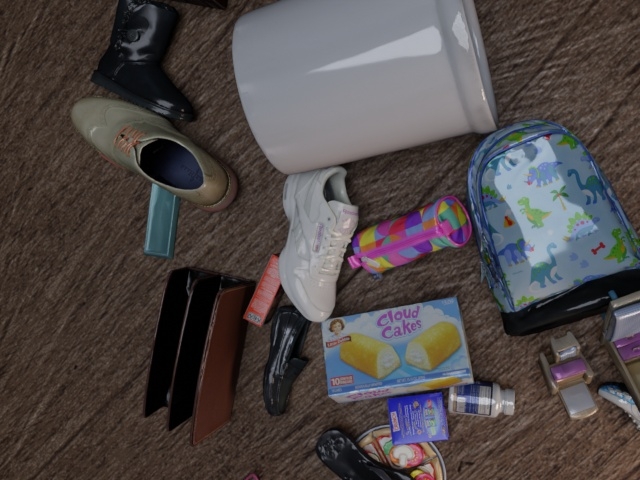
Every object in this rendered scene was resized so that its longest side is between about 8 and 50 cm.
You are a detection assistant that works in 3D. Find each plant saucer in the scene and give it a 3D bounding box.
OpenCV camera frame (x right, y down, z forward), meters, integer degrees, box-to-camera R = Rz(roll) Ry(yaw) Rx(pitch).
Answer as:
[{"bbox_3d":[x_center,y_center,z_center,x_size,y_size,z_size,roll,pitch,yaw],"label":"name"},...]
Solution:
[{"bbox_3d":[-0.330,-0.059,1.589,0.067,0.018,0.191,9,95,12],"label":"plant saucer"}]

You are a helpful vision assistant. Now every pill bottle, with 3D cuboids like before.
[{"bbox_3d":[0.304,0.299,1.443,0.120,0.067,0.067,4,93,12],"label":"pill bottle"}]

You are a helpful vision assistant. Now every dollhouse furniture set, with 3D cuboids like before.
[{"bbox_3d":[0.531,0.193,1.227,0.287,0.303,0.198,-20,61,2],"label":"dollhouse furniture set"}]

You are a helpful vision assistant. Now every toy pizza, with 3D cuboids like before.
[{"bbox_3d":[0.145,0.464,1.500,0.202,0.032,0.201,0,92,12],"label":"toy pizza"}]

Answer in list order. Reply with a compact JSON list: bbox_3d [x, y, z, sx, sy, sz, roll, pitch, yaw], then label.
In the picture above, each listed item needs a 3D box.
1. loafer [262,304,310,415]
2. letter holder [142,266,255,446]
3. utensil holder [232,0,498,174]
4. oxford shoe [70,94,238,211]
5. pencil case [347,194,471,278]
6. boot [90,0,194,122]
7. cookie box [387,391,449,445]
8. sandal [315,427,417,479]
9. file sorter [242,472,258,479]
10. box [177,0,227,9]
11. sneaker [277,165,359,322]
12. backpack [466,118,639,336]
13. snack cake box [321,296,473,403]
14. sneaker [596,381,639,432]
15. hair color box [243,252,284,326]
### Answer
[{"bbox_3d":[-0.064,0.241,1.513,0.078,0.076,0.223,8,90,19],"label":"loafer"},{"bbox_3d":[-0.253,0.219,1.482,0.152,0.214,0.301,12,95,11],"label":"letter holder"},{"bbox_3d":[0.083,-0.304,1.328,0.386,0.328,0.327,-12,90,17],"label":"utensil holder"},{"bbox_3d":[-0.347,-0.195,1.511,0.397,0.146,0.140,27,89,14],"label":"oxford shoe"},{"bbox_3d":[0.162,-0.004,1.398,0.236,0.104,0.104,-25,86,45],"label":"pencil case"},{"bbox_3d":[-0.333,-0.373,1.537,0.247,0.094,0.207,27,101,16],"label":"boot"},{"bbox_3d":[0.188,0.344,1.471,0.107,0.040,0.091,-9,72,11],"label":"cookie box"},{"bbox_3d":[0.096,0.464,1.465,0.255,0.054,0.097,33,97,9],"label":"sandal"},{"bbox_3d":[-0.252,0.599,1.506,0.291,0.202,0.182,-19,85,12],"label":"file sorter"},{"bbox_3d":[-0.363,-0.594,1.516,0.382,0.143,0.191,14,95,9],"label":"box"},{"bbox_3d":[0.000,0.000,1.432,0.152,0.114,0.304,-11,79,45],"label":"sneaker"},{"bbox_3d":[0.397,-0.037,1.339,0.290,0.273,0.355,-19,73,18],"label":"backpack"},{"bbox_3d":[0.143,0.209,1.437,0.265,0.089,0.152,-12,67,12],"label":"snack cake box"},{"bbox_3d":[0.590,0.323,1.385,0.191,0.071,0.082,23,106,12],"label":"sneaker"},{"bbox_3d":[-0.098,0.097,1.518,0.043,0.072,0.141,27,98,10],"label":"hair color box"}]
